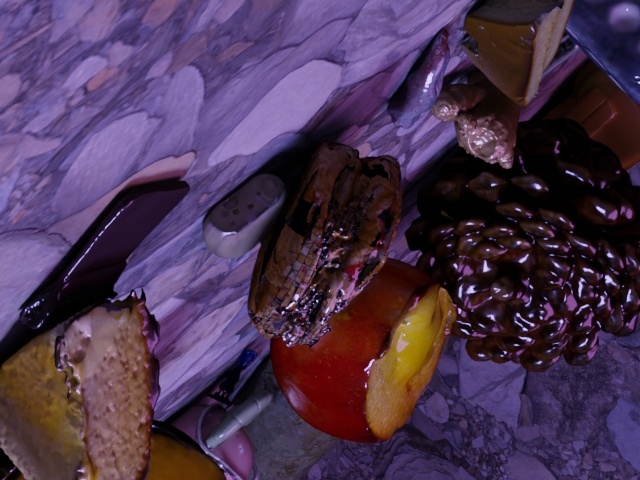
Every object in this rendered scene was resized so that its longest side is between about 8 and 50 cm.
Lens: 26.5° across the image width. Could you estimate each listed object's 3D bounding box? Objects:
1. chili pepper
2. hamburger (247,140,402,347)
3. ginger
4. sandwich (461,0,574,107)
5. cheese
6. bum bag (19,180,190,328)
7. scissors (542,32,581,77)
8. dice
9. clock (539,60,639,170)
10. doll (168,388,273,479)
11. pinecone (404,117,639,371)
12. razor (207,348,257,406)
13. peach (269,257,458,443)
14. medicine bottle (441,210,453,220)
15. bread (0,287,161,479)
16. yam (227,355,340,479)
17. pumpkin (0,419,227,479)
[{"bbox_3d":[0.110,-0.165,1.455,0.153,0.041,0.050,126,-27,-48],"label":"chili pepper"},{"bbox_3d":[0.000,0.000,1.400,0.231,0.107,0.231,-60,-165,27],"label":"hamburger"},{"bbox_3d":[0.207,-0.154,1.661,0.205,0.115,0.081,-32,150,-58],"label":"ginger"},{"bbox_3d":[0.213,-0.228,1.467,0.090,0.088,0.244,-50,167,-8],"label":"sandwich"},{"bbox_3d":[-0.081,-0.006,1.395,0.097,0.037,0.192,-38,169,-17],"label":"cheese"},{"bbox_3d":[-0.176,0.012,1.142,0.159,0.026,0.109,-47,168,23],"label":"bum bag"},{"bbox_3d":[0.359,-0.287,1.888,0.289,0.041,0.138,-37,176,-33],"label":"scissors"},{"bbox_3d":[0.412,-0.284,1.698,0.181,0.182,0.183,-46,171,11],"label":"dice"},{"bbox_3d":[0.484,-0.193,2.406,0.244,0.200,0.317,-27,170,-47],"label":"clock"},{"bbox_3d":[-0.173,0.370,2.136,0.268,0.216,0.284,-43,170,-38],"label":"doll"},{"bbox_3d":[0.334,0.002,2.093,0.398,0.397,0.397,-41,170,-9],"label":"pinecone"},{"bbox_3d":[-0.133,0.209,2.145,0.154,0.044,0.028,-56,-167,45],"label":"razor"},{"bbox_3d":[0.075,0.148,1.951,0.281,0.281,0.338,-37,-175,-30],"label":"peach"},{"bbox_3d":[0.264,0.037,2.335,0.111,0.076,0.309,-19,-140,18],"label":"medicine bottle"},{"bbox_3d":[-0.196,0.130,1.170,0.160,0.169,0.140,-49,165,28],"label":"bread"},{"bbox_3d":[-0.043,0.297,2.387,0.195,0.195,0.300,-33,167,-42],"label":"yam"},{"bbox_3d":[-0.256,0.325,1.518,0.303,0.256,0.225,-13,165,-19],"label":"pumpkin"}]
